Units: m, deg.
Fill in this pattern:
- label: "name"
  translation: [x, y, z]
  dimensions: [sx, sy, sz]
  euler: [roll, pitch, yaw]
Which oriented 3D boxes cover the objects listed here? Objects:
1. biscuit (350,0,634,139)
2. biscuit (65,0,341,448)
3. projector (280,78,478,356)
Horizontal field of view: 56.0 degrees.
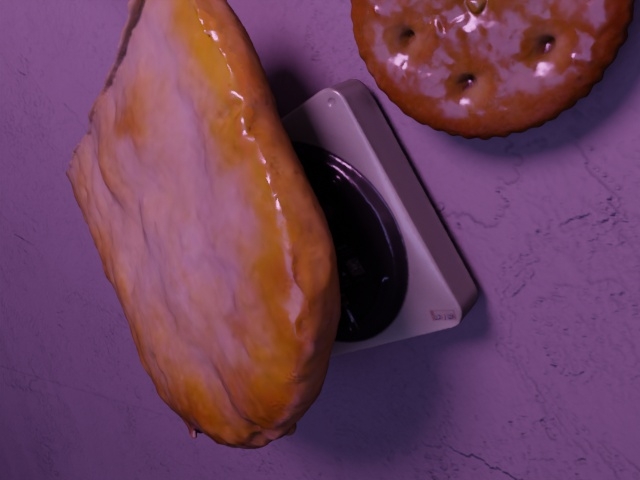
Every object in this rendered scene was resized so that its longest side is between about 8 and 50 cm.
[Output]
- label: "biscuit"
  translation: [0.125, -0.186, 0.463]
  dimensions: [0.221, 0.066, 0.220]
  euler: [16, 122, 26]
- label: "biscuit"
  translation: [-0.130, -0.003, 0.635]
  dimensions: [0.429, 0.104, 0.446]
  euler: [-45, 68, 46]
- label: "projector"
  translation: [0.000, 0.000, 0.650]
  dimensions: [0.257, 0.079, 0.259]
  euler: [-25, 98, 45]
